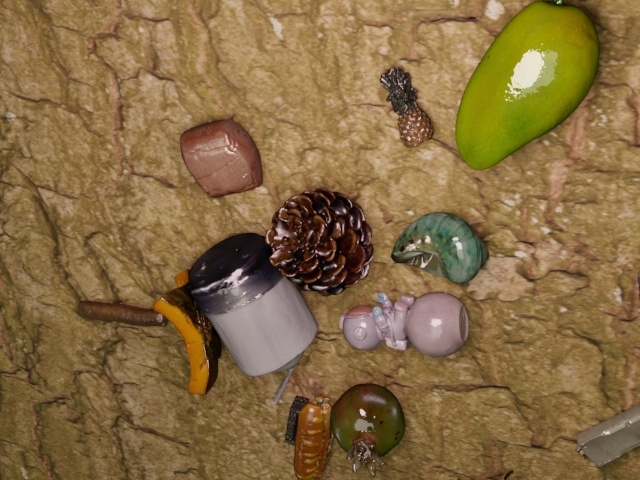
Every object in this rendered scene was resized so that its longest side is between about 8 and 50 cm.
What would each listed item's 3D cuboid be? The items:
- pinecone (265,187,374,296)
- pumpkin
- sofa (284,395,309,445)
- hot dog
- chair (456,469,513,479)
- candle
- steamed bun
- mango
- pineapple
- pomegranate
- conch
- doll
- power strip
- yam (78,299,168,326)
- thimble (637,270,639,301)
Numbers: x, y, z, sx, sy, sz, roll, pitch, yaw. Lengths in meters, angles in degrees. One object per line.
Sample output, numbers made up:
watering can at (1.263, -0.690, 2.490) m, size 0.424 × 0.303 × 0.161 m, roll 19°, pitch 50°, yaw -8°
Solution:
pinecone at (0.000, 0.000, 1.561) m, size 0.224 × 0.272 × 0.224 m, roll -5°, pitch 74°, yaw 17°
pumpkin at (-0.293, 0.202, 1.742) m, size 0.095 × 0.290 × 0.258 m, roll -16°, pitch 102°, yaw 0°
sofa at (-0.060, 0.458, 1.902) m, size 0.039 × 0.060 × 0.118 m, roll 15°, pitch 119°, yaw 12°
hot dog at (-0.012, 0.501, 1.886) m, size 0.072 × 0.115 × 0.269 m, roll 23°, pitch 128°, yaw 27°
chair at (0.419, 0.672, 1.794) m, size 0.149 × 0.213 × 0.174 m, roll -22°, pitch 107°, yaw 18°
candle at (-0.136, 0.168, 1.694) m, size 0.221 × 0.221 × 0.343 m, roll -19°, pitch 113°, yaw 23°
steamed bun at (-0.205, -0.179, 1.608) m, size 0.144 × 0.106 × 0.175 m, roll -16°, pitch 124°, yaw 16°
mango at (0.369, -0.271, 1.373) m, size 0.192 × 0.156 × 0.343 m, roll 36°, pitch 123°, yaw 6°
pineapple at (0.169, -0.265, 1.483) m, size 0.074 × 0.074 × 0.159 m, roll -20°, pitch 101°, yaw 23°
pomegranate at (0.109, 0.444, 1.758) m, size 0.181 × 0.224 × 0.182 m, roll 2°, pitch 114°, yaw 5°
conch at (0.258, 0.019, 1.566) m, size 0.188 × 0.122 × 0.176 m, roll 29°, pitch 140°, yaw 2°
doll at (0.178, 0.189, 1.664) m, size 0.287 × 0.151 × 0.151 m, roll -5°, pitch 114°, yaw 22°
power strip at (0.706, 0.415, 1.678) m, size 0.080 × 0.048 × 0.286 m, roll 45°, pitch 118°, yaw -11°
yam at (-0.497, 0.184, 1.895) m, size 0.241 × 0.057 × 0.057 m, roll 6°, pitch 117°, yaw 14°
thimble at (0.690, 0.122, 1.484) m, size 0.097 × 0.150 × 0.150 m, roll -7°, pitch 113°, yaw 16°
